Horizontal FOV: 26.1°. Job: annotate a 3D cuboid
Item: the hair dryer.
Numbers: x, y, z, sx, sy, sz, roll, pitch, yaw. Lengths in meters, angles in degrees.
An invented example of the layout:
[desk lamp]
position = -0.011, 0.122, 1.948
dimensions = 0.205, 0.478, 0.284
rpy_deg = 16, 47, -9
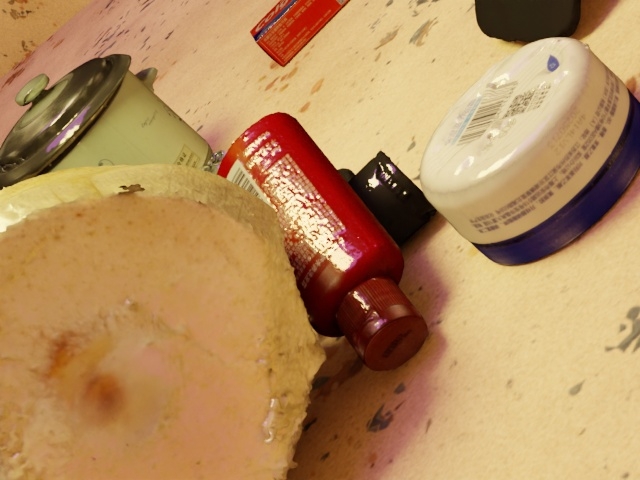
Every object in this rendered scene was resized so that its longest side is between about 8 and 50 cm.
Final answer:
[hair dryer]
position = 0.027, -0.024, 1.535
dimensions = 0.197, 0.089, 0.251
rpy_deg = -45, 13, 12

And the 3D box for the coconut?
[coconut]
position = -0.203, 0.114, 1.300
dimensions = 0.404, 0.404, 0.404
rpy_deg = -38, 24, 21

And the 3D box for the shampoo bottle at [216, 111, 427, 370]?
[shampoo bottle]
position = 0.000, 0.000, 1.367
dimensions = 0.118, 0.076, 0.314
rpy_deg = -47, 48, 11

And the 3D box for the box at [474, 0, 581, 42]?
[box]
position = 0.227, -0.321, 1.540
dimensions = 0.212, 0.042, 0.201
rpy_deg = -166, 72, -66

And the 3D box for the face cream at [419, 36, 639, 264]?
[face cream]
position = 0.193, -0.088, 1.281
dimensions = 0.206, 0.111, 0.206
rpy_deg = -37, 25, 20

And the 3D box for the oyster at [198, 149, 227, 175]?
[oyster]
position = -0.129, -0.020, 1.743
dimensions = 0.198, 0.112, 0.267
rpy_deg = -48, 26, -1

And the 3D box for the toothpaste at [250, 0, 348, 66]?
[toothpaste]
position = 0.025, -0.411, 2.165
dimensions = 0.320, 0.066, 0.076
rpy_deg = -44, 23, 7

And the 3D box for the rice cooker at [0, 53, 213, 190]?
[rice cooker]
position = -0.319, -0.120, 2.002
dimensions = 0.316, 0.316, 0.264
rpy_deg = -54, 24, -15
